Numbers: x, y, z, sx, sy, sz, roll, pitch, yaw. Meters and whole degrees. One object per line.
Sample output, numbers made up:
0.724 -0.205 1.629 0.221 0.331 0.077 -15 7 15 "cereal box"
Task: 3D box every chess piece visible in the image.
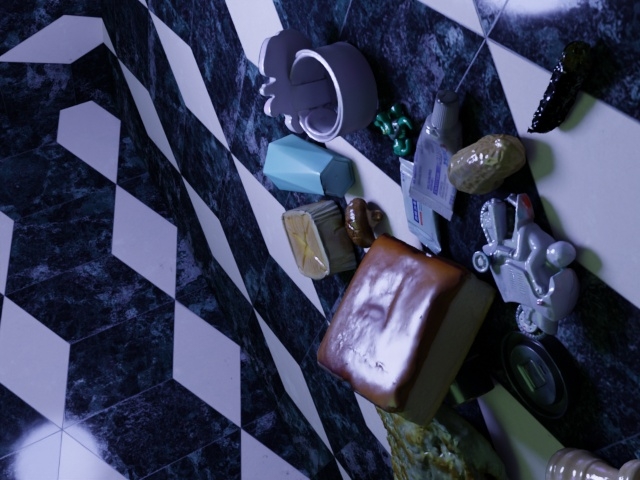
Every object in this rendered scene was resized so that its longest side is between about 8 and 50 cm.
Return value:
0.540 0.419 1.307 0.117 0.117 0.397 67 157 0 "chess piece"

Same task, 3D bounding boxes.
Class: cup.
-0.028 -0.180 1.982 0.236 0.148 0.134 23 136 54 "cup"

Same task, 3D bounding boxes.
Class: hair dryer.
0.267 0.287 1.832 0.189 0.107 0.352 66 164 9 "hair dryer"

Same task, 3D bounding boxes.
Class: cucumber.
0.355 -0.219 1.175 0.053 0.053 0.181 57 159 22 "cucumber"

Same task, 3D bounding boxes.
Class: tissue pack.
0.214 -0.074 1.671 0.122 0.026 0.193 38 144 52 "tissue pack"

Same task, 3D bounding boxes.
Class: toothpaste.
0.224 -0.163 1.504 0.282 0.069 0.099 93 161 -46 "toothpaste"

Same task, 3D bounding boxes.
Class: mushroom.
0.099 -0.041 1.891 0.109 0.085 0.126 -4 102 68 "mushroom"

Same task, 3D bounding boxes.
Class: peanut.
0.287 -0.130 1.371 0.093 0.083 0.194 67 158 -1 "peanut"

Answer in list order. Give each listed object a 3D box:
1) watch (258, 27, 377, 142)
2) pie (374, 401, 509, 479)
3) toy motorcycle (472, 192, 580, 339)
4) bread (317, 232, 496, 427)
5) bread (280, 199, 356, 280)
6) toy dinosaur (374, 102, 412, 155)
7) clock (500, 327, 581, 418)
-0.006 -0.340 1.714 0.231 0.196 0.244 20 127 52 "watch"
0.269 0.506 1.884 0.395 0.180 0.418 4 123 63 "pie"
0.366 0.038 1.351 0.171 0.110 0.260 -26 80 52 "toy motorcycle"
0.170 0.174 1.647 0.143 0.333 0.324 29 176 -32 "bread"
0.000 -0.002 2.128 0.192 0.110 0.209 -8 105 61 "bread"
0.161 -0.225 1.617 0.096 0.059 0.132 56 166 4 "toy dinosaur"
0.418 0.249 1.504 0.184 0.040 0.184 50 154 36 "clock"
